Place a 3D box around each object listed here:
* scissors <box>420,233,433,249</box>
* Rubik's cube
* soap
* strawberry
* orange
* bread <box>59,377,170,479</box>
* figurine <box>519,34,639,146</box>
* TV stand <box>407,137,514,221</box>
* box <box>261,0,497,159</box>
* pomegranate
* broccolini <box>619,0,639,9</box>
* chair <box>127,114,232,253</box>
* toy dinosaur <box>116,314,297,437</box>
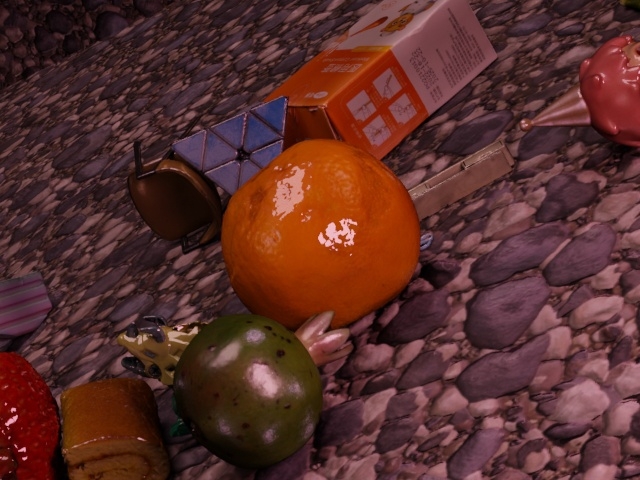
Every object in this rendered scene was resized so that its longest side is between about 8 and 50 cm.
[{"bbox_3d":[0.118,0.010,1.916,0.083,0.006,0.036,-18,25,30],"label":"scissors"},{"bbox_3d":[-0.093,-0.121,2.254,0.211,0.178,0.190,-2,-28,-44],"label":"Rubik's cube"},{"bbox_3d":[-0.538,0.120,2.409,0.056,0.100,0.149,-21,-1,37],"label":"soap"},{"bbox_3d":[-0.429,0.283,1.783,0.250,0.239,0.288,-33,-4,17],"label":"strawberry"},{"bbox_3d":[0.000,0.000,1.792,0.261,0.261,0.261,-27,23,13],"label":"orange"},{"bbox_3d":[-0.265,0.252,1.780,0.132,0.103,0.172,-6,21,-11],"label":"bread"},{"bbox_3d":[0.439,-0.217,1.764,0.386,0.166,0.207,-16,9,25],"label":"figurine"},{"bbox_3d":[0.160,-0.065,1.974,0.249,0.036,0.042,-29,25,7],"label":"TV stand"},{"bbox_3d":[0.093,-0.266,2.333,0.341,0.143,0.225,-43,25,-20],"label":"box"},{"bbox_3d":[-0.062,0.160,1.640,0.225,0.187,0.187,-33,21,-29],"label":"pomegranate"},{"bbox_3d":[0.508,-0.353,2.117,0.067,0.058,0.216,5,7,-17],"label":"broccolini"},{"bbox_3d":[-0.235,-0.085,2.363,0.172,0.159,0.247,-22,24,18],"label":"chair"},{"bbox_3d":[-0.121,0.160,1.754,0.259,0.153,0.094,-5,30,4],"label":"toy dinosaur"}]
